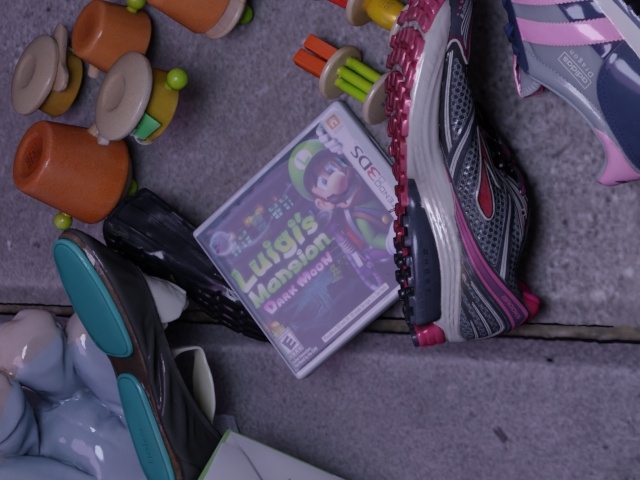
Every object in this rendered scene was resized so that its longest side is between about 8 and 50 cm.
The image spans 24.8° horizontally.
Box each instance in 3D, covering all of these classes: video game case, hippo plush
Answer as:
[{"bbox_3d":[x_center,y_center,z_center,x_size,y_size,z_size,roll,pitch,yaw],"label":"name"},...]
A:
[{"bbox_3d":[0.000,0.000,1.303,0.190,0.022,0.173,-42,74,18],"label":"video game case"},{"bbox_3d":[-0.261,0.182,1.508,0.236,0.294,0.234,172,102,-65],"label":"hippo plush"}]

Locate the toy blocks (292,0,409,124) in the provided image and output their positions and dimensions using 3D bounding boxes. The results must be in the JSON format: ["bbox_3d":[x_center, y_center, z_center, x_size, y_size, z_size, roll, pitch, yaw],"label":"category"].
[{"bbox_3d":[0.014,-0.187,1.260,0.148,0.054,0.123,36,121,26],"label":"toy blocks"}]

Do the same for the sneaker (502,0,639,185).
[{"bbox_3d":[0.168,-0.181,1.101,0.131,0.112,0.319,-46,71,34],"label":"sneaker"}]

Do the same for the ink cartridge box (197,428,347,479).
[{"bbox_3d":[-0.068,0.378,1.391,0.207,0.119,0.353,24,119,2],"label":"ink cartridge box"}]

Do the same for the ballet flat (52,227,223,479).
[{"bbox_3d":[-0.164,0.102,1.380,0.095,0.096,0.280,4,118,51],"label":"ballet flat"}]

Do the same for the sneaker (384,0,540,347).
[{"bbox_3d":[0.113,-0.063,1.180,0.112,0.121,0.299,-6,110,-3],"label":"sneaker"}]

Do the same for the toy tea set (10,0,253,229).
[{"bbox_3d":[-0.177,-0.145,1.412,0.336,0.124,0.200,-26,56,43],"label":"toy tea set"}]

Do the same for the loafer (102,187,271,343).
[{"bbox_3d":[-0.105,0.022,1.398,0.223,0.078,0.076,31,153,12],"label":"loafer"}]
